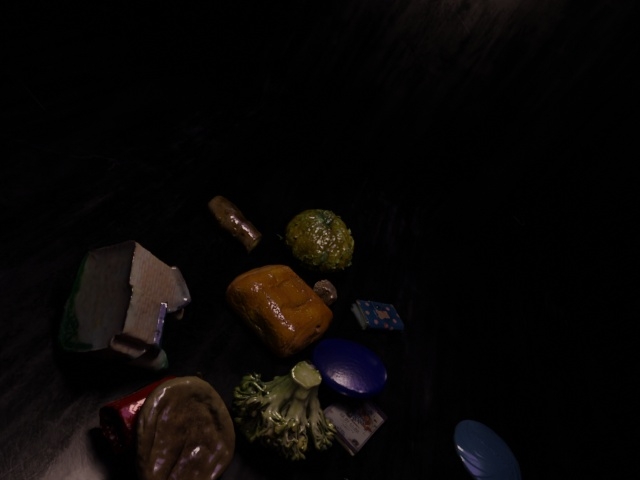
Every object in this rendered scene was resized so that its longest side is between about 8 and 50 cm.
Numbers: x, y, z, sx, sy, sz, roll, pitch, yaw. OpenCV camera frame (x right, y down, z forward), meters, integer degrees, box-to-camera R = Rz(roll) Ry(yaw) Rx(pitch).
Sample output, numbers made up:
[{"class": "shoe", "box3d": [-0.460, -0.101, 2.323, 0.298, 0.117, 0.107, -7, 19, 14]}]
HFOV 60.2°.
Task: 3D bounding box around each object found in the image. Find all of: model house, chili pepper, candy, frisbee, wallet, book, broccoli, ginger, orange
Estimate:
[{"class": "model house", "box3d": [-0.498, 0.197, 1.488, 0.284, 0.243, 0.298, 39, 45, -48]}, {"class": "chili pepper", "box3d": [-0.368, 0.405, 1.379, 0.338, 0.131, 0.134, -12, 63, -55]}, {"class": "candy", "box3d": [0.017, 0.201, 2.122, 0.095, 0.085, 0.110, 42, 18, -4]}, {"class": "frisbee", "box3d": [0.590, 0.744, 1.921, 0.290, 0.049, 0.289, 25, 31, -16]}, {"class": "wallet", "box3d": [0.225, 0.301, 2.196, 0.202, 0.059, 0.141, 10, 35, -35]}, {"class": "book", "box3d": [0.105, 0.556, 1.736, 0.157, 0.026, 0.231, 44, 31, 16]}, {"class": "broccoli", "box3d": [-0.080, 0.450, 1.480, 0.288, 0.245, 0.248, 6, 34, -39]}, {"class": "ginger", "box3d": [-0.337, -0.066, 2.129, 0.109, 0.116, 0.263, -41, 79, -18]}, {"class": "orange", "box3d": [0.000, 0.000, 2.252, 0.300, 0.223, 0.301, 6, 40, -32]}]

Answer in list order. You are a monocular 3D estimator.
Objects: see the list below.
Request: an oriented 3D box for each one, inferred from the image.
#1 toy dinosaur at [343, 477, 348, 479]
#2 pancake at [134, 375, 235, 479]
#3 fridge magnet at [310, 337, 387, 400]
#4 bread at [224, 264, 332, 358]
[{"class": "toy dinosaur", "box3d": [0.007, 0.680, 1.300, 0.087, 0.179, 0.187, 43, 33, 16]}, {"class": "pancake", "box3d": [-0.310, 0.461, 1.286, 0.294, 0.049, 0.294, 20, 63, -45]}, {"class": "fridge magnet", "box3d": [0.091, 0.421, 1.806, 0.266, 0.112, 0.265, 17, 25, -8]}, {"class": "bread", "box3d": [-0.122, 0.213, 1.887, 0.337, 0.148, 0.328, 46, 31, 19]}]
